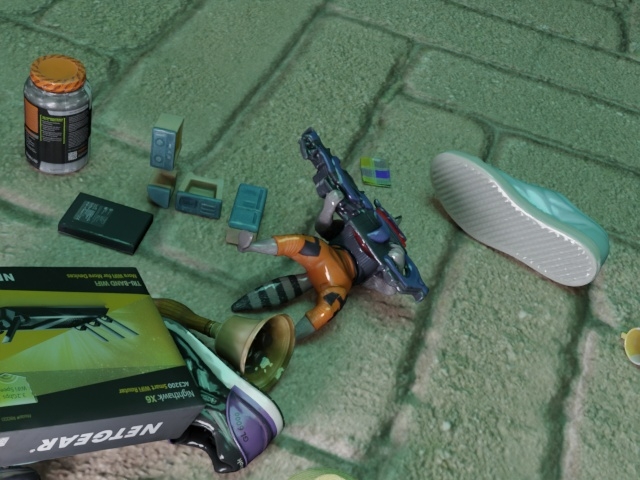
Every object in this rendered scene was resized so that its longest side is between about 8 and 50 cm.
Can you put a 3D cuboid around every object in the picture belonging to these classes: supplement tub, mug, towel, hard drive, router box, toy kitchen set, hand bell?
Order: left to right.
[{"bbox_3d":[-0.460,-0.222,1.699,0.116,0.190,0.117,8,41,-8],"label":"supplement tub"},{"bbox_3d":[-0.328,0.148,1.225,0.308,0.081,0.243,1,48,-47],"label":"router box"},{"bbox_3d":[-0.362,-0.031,1.641,0.135,0.022,0.094,17,41,3],"label":"hard drive"},{"bbox_3d":[-0.193,-0.106,1.663,0.207,0.166,0.122,12,41,-2],"label":"toy kitchen set"},{"bbox_3d":[-0.170,0.131,1.468,0.242,0.126,0.126,19,39,30],"label":"hand bell"},{"bbox_3d":[0.108,-0.136,1.902,0.060,0.009,0.083,8,41,-8],"label":"towel"},{"bbox_3d":[0.560,0.172,1.650,0.064,0.062,0.078,-2,49,-29],"label":"mug"}]

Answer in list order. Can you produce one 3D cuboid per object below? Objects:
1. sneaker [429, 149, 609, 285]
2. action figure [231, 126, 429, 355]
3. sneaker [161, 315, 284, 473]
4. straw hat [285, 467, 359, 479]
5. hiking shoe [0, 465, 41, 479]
[{"bbox_3d":[0.374,-0.055,1.811,0.366,0.135,0.150,39,38,14],"label":"sneaker"},{"bbox_3d":[0.000,0.000,1.602,0.330,0.178,0.341,-21,77,-40],"label":"action figure"},{"bbox_3d":[-0.195,0.213,1.360,0.283,0.107,0.124,32,50,20],"label":"sneaker"},{"bbox_3d":[0.013,0.345,1.299,0.144,0.061,0.145,8,41,-7],"label":"straw hat"},{"bbox_3d":[-0.426,0.357,1.162,0.226,0.086,0.114,-24,77,-43],"label":"hiking shoe"}]
